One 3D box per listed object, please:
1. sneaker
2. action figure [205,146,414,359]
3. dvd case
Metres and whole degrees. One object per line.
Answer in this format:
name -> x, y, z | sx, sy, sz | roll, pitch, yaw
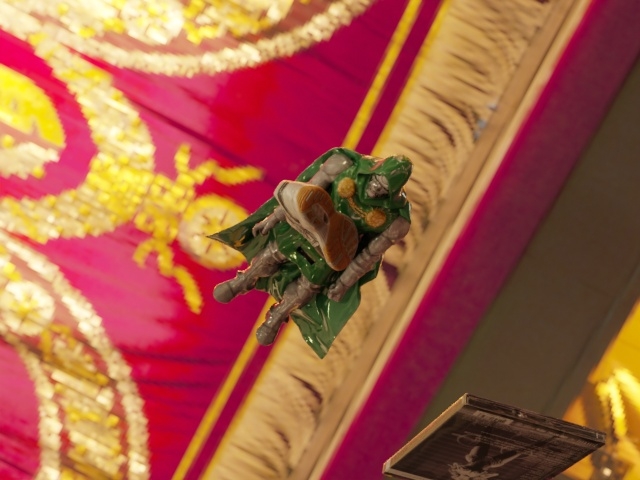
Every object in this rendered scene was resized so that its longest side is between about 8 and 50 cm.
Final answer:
sneaker -> -0.003, -0.013, 0.826 | 0.032, 0.037, 0.083 | -51, -43, -20
action figure -> 0.000, 0.000, 0.892 | 0.063, 0.137, 0.232 | -48, 2, -41
dvd case -> 0.186, 0.235, 1.344 | 0.221, 0.164, 0.018 | 125, 157, -54
